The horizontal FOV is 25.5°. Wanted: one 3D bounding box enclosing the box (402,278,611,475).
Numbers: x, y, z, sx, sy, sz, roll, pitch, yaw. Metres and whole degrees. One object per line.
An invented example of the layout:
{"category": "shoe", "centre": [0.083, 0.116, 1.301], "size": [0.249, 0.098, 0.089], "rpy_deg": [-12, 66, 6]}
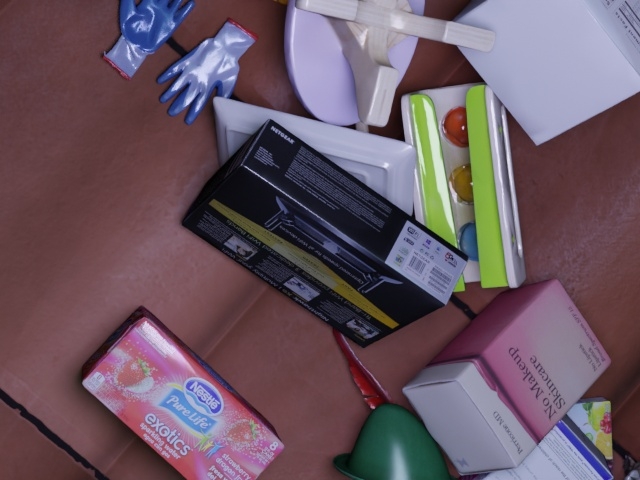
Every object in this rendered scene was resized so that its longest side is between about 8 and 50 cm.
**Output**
{"category": "box", "centre": [0.250, 0.180, 1.881], "size": [0.232, 0.127, 0.148], "rpy_deg": [-41, 101, -33]}

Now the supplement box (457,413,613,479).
{"category": "supplement box", "centre": [0.273, 0.337, 1.926], "size": [0.220, 0.111, 0.114], "rpy_deg": [-42, 91, 8]}

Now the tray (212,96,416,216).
{"category": "tray", "centre": [-0.012, -0.098, 1.817], "size": [0.270, 0.145, 0.030], "rpy_deg": [15, 53, 12]}

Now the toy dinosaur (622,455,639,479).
{"category": "toy dinosaur", "centre": [0.548, 0.325, 2.009], "size": [0.314, 0.121, 0.160], "rpy_deg": [15, 107, -20]}

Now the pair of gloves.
{"category": "pair of gloves", "centre": [-0.190, -0.258, 1.874], "size": [0.198, 0.023, 0.159], "rpy_deg": [37, 87, -11]}

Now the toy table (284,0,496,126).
{"category": "toy table", "centre": [0.068, -0.268, 1.725], "size": [0.252, 0.161, 0.274], "rpy_deg": [-2, 103, -20]}

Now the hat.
{"category": "hat", "centre": [0.110, 0.226, 1.884], "size": [0.209, 0.173, 0.183], "rpy_deg": [11, 94, -8]}

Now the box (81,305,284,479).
{"category": "box", "centre": [-0.182, 0.218, 1.860], "size": [0.257, 0.128, 0.122], "rpy_deg": [44, 87, -9]}

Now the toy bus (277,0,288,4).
{"category": "toy bus", "centre": [0.023, -0.386, 1.843], "size": [0.211, 0.149, 0.220], "rpy_deg": [24, 92, -20]}

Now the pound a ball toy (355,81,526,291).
{"category": "pound a ball toy", "centre": [0.154, -0.091, 1.905], "size": [0.208, 0.136, 0.319], "rpy_deg": [-7, 96, 17]}

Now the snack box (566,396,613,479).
{"category": "snack box", "centre": [0.359, 0.296, 1.999], "size": [0.100, 0.037, 0.141], "rpy_deg": [-5, 96, -7]}

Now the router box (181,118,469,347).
{"category": "router box", "centre": [0.000, 0.000, 1.810], "size": [0.309, 0.243, 0.081], "rpy_deg": [35, 63, -11]}

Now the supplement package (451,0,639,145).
{"category": "supplement package", "centre": [0.338, -0.297, 1.809], "size": [0.198, 0.199, 0.262], "rpy_deg": [50, 50, -9]}
